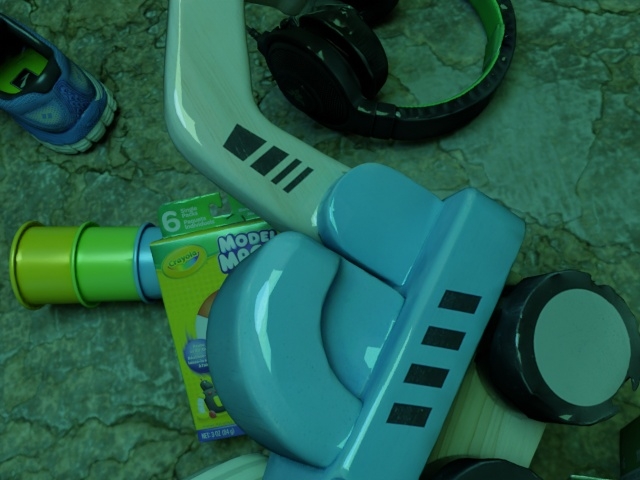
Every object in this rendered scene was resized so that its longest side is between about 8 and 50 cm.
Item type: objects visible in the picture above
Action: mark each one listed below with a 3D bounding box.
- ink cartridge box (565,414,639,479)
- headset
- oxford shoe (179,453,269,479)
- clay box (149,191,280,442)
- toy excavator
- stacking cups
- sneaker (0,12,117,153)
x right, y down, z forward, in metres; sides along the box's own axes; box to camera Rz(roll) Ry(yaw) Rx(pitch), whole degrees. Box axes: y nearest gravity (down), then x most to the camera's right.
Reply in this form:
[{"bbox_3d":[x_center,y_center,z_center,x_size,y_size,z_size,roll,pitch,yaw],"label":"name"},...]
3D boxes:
[{"bbox_3d":[0.304,0.177,0.607,0.210,0.109,0.062,2,68,11],"label":"ink cartridge box"},{"bbox_3d":[0.013,-0.250,0.790,0.395,0.185,0.243,11,70,2],"label":"headset"},{"bbox_3d":[-0.233,0.299,0.638,0.450,0.169,0.130,-32,45,-3],"label":"oxford shoe"},{"bbox_3d":[-0.074,0.065,0.695,0.128,0.053,0.221,-13,99,5],"label":"clay box"},{"bbox_3d":[0.000,0.000,0.571,0.445,0.222,0.432,31,72,-12],"label":"toy excavator"},{"bbox_3d":[-0.144,0.021,0.771,0.317,0.096,0.095,-2,68,4],"label":"stacking cups"},{"bbox_3d":[-0.394,-0.222,0.873,0.330,0.147,0.129,23,74,19],"label":"sneaker"}]
